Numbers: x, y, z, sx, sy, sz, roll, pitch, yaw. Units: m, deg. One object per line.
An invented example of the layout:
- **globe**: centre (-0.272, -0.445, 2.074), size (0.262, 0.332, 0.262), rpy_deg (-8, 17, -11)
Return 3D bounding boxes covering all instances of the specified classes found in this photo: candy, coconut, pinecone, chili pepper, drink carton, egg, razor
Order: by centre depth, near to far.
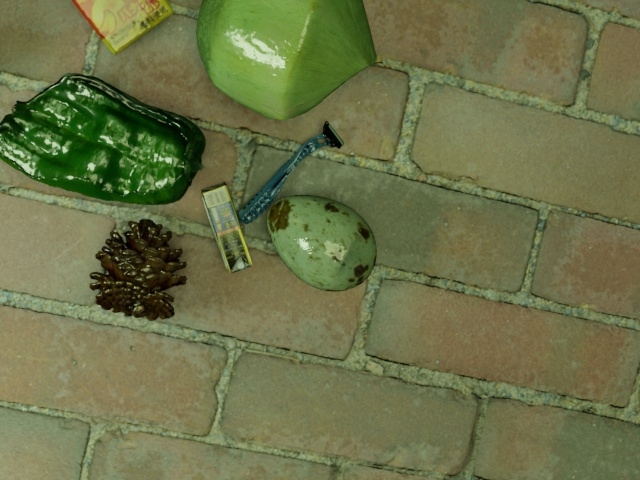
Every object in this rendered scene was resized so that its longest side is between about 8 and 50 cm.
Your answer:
- **candy**: centre (-0.401, -0.485, 1.833), size (0.146, 0.088, 0.276), rpy_deg (-36, 113, -3)
- **coconut**: centre (-0.052, -0.372, 1.837), size (0.329, 0.281, 0.328), rpy_deg (-1, 64, 2)
- **chili pepper**: centre (-0.397, -0.177, 1.871), size (0.385, 0.167, 0.213), rpy_deg (14, 80, 1)
- **pinecone**: centre (-0.339, 0.057, 1.914), size (0.179, 0.150, 0.195), rpy_deg (11, 96, -11)
- **egg**: centre (0.000, 0.000, 1.956), size (0.231, 0.169, 0.169), rpy_deg (33, 92, 6)
- **drink carton**: centre (-0.182, -0.025, 1.969), size (0.056, 0.071, 0.165), rpy_deg (-17, 100, -3)
- **razor**: centre (-0.064, -0.128, 1.992), size (0.253, 0.042, 0.082), rpy_deg (-45, 143, 1)
